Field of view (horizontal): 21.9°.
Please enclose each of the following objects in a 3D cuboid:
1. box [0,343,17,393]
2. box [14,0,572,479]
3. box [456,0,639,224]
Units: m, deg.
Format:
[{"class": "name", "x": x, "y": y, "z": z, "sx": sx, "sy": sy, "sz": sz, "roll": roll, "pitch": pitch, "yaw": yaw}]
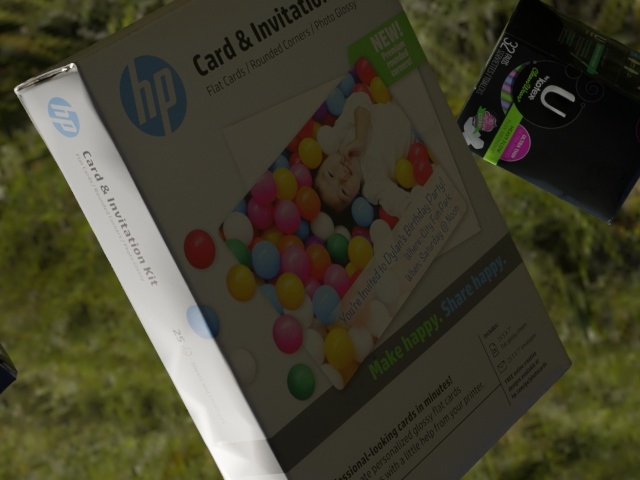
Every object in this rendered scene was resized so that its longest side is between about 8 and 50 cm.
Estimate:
[{"class": "box", "x": -0.356, "y": 0.106, "z": 1.218, "sx": 0.207, "sy": 0.153, "sz": 0.108, "roll": -43, "pitch": -141, "yaw": -4}, {"class": "box", "x": 0.000, "y": 0.000, "z": 0.558, "sx": 0.038, "sy": 0.186, "sz": 0.145, "roll": -16, "pitch": -165, "yaw": 46}, {"class": "box", "x": 0.110, "y": -0.059, "z": 0.741, "sx": 0.083, "sy": 0.062, "sz": 0.052, "roll": 28, "pitch": -147, "yaw": 1}]
